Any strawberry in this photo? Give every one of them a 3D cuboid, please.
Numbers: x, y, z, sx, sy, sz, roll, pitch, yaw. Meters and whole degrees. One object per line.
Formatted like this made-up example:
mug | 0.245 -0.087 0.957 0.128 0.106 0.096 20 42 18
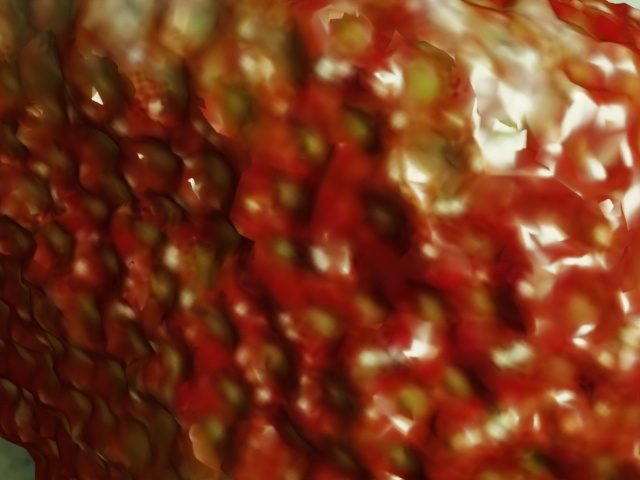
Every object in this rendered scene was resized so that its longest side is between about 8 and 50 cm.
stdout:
strawberry | 0.000 0.000 0.677 0.351 0.312 0.267 34 51 -1
